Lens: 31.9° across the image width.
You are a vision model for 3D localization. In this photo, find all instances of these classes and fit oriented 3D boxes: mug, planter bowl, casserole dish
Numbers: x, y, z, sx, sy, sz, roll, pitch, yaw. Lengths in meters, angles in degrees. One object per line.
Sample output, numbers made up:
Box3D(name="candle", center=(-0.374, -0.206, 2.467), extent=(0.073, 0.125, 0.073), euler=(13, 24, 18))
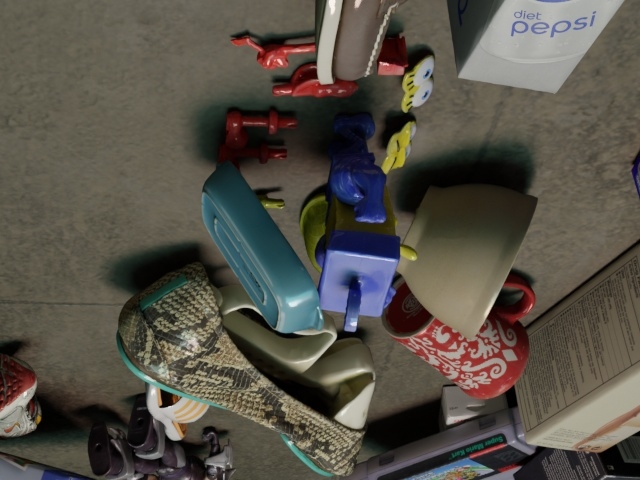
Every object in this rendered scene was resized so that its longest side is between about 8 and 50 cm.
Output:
Box3D(name="mug", center=(0.167, 0.093, 1.354), extent=(0.169, 0.150, 0.113), euler=(33, 169, -38))
Box3D(name="planter bowl", center=(0.141, 0.006, 1.159), extent=(0.109, 0.162, 0.162), euler=(26, 146, 4))
Box3D(name="casserole dish", center=(-0.061, 0.012, 1.046), extent=(0.037, 0.188, 0.114), euler=(-30, 162, -17))

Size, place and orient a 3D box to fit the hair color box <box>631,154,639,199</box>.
Box3D(name="hair color box", center=(0.429, -0.123, 1.009), extent=(0.185, 0.110, 0.339), euler=(-1, 150, -6))

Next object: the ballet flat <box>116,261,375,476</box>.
Box3D(name="ballet flat", center=(-0.040, 0.163, 1.392), extent=(0.182, 0.164, 0.483), euler=(-38, 137, 13))

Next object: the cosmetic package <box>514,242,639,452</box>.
Box3D(name="cosmetic package", center=(0.373, 0.136, 1.375), extent=(0.129, 0.153, 0.296), euler=(11, 147, -24))

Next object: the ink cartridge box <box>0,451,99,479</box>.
Box3D(name="ink cartridge box", center=(-0.417, 0.334, 1.560), extent=(0.311, 0.065, 0.186), euler=(16, 167, 12))

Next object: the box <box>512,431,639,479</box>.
Box3D(name="box", center=(0.384, 0.330, 1.564), extent=(0.156, 0.093, 0.158), euler=(11, 135, -33))

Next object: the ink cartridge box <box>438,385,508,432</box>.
Box3D(name="ink cartridge box", center=(0.222, 0.257, 1.642), extent=(0.088, 0.052, 0.122), euler=(-4, 149, -1))

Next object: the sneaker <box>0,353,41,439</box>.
Box3D(name="sneaker", center=(-0.409, 0.209, 1.483), extent=(0.092, 0.088, 0.225), euler=(8, 156, -26))

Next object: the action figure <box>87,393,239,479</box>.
Box3D(name="action figure", center=(-0.230, 0.327, 1.675), extent=(0.185, 0.099, 0.285), euler=(-19, 149, 10))

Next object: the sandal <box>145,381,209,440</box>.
Box3D(name="sandal", center=(-0.177, 0.192, 1.465), extent=(0.076, 0.102, 0.265), euler=(-5, 157, 0))

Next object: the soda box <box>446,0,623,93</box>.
Box3D(name="soda box", center=(0.188, -0.235, 0.811), extent=(0.091, 0.098, 0.286), euler=(7, 147, -16))

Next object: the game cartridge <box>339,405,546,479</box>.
Box3D(name="game cartridge", center=(0.230, 0.338, 1.671), extent=(0.355, 0.068, 0.230), euler=(-26, 148, 27))

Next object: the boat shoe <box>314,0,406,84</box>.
Box3D(name="boat shoe", center=(0.051, -0.231, 0.790), extent=(0.096, 0.117, 0.324), euler=(3, 142, -5))

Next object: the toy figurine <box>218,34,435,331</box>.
Box3D(name="toy figurine", center=(0.000, 0.000, 1.054), extent=(0.191, 0.217, 0.363), euler=(2, 147, -9))
